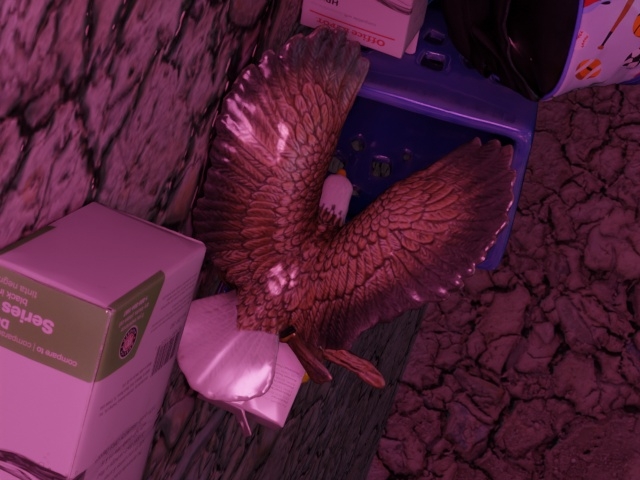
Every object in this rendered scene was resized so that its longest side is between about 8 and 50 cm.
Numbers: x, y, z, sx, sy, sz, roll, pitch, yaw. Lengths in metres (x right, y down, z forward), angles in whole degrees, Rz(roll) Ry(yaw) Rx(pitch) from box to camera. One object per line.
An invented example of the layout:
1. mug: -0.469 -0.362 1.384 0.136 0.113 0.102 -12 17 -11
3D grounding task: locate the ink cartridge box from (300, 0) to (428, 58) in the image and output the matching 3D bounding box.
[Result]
1. ink cartridge box: 0.044 -0.235 1.361 0.180 0.104 0.060 99 16 -47

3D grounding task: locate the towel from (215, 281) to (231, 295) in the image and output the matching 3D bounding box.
1. towel: -0.095 0.062 1.488 0.060 0.009 0.083 66 46 -74

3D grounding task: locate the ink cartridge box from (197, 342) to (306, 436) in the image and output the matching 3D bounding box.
1. ink cartridge box: -0.061 0.123 1.512 0.092 0.090 0.143 123 -10 -77

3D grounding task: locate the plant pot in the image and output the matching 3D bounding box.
1. plant pot: 0.110 -0.138 1.566 0.236 0.236 0.212 98 10 -53

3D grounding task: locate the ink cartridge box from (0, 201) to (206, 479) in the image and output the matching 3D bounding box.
1. ink cartridge box: -0.166 0.105 0.988 0.160 0.092 0.219 -40 149 -68

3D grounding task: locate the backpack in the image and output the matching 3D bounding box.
1. backpack: 0.200 -0.252 1.214 0.276 0.213 0.263 -123 -145 -54

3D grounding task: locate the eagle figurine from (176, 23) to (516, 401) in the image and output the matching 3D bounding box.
1. eagle figurine: 0.000 -0.009 1.314 0.298 0.226 0.225 123 -39 -48

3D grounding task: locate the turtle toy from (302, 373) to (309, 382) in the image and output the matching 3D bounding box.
1. turtle toy: -0.045 0.089 1.611 0.130 0.095 0.066 -65 147 -24

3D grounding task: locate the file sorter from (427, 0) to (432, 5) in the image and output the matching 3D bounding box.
1. file sorter: 0.126 -0.280 1.472 0.118 0.170 0.104 -48 161 -39
